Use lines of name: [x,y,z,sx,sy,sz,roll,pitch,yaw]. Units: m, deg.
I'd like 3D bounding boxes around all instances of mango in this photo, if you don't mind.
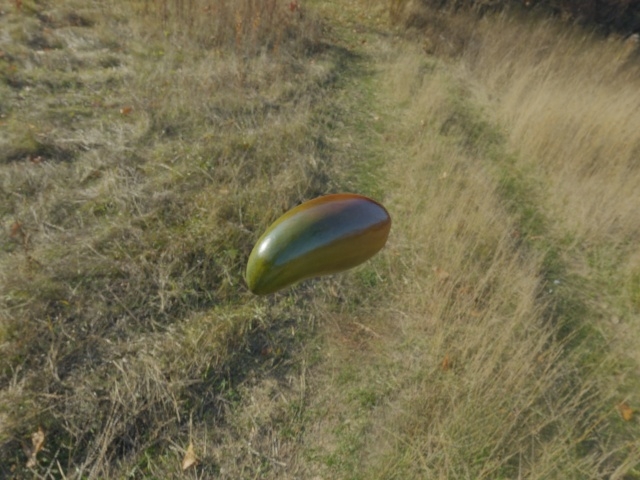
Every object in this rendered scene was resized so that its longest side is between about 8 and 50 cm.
mango: [0.004,-0.004,0.707,0.289,0.146,0.129,-18,65,-46]
